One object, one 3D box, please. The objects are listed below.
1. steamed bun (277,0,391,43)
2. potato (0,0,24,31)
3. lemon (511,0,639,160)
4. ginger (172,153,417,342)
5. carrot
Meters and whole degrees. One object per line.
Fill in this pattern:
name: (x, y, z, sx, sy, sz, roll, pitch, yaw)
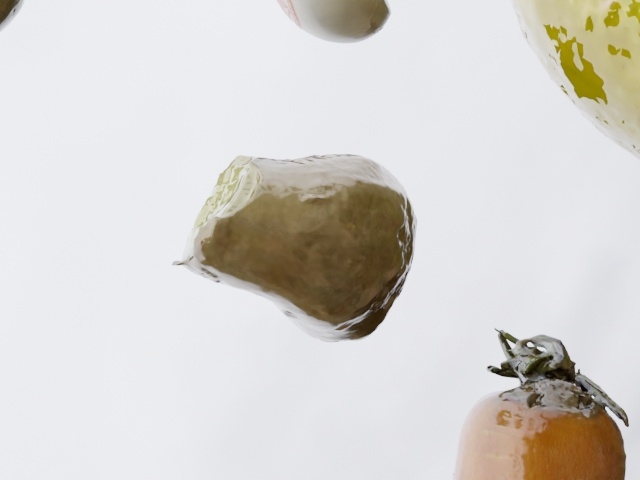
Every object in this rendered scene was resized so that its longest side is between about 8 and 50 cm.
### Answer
steamed bun: (-0.003, -0.378, 1.758, 0.145, 0.232, 0.232, -22, -26, 9)
potato: (-0.389, -0.274, 1.277, 0.178, 0.160, 0.235, -67, -16, 15)
lemon: (0.272, -0.182, 0.737, 0.348, 0.348, 0.348, -42, -31, -33)
ginger: (0.000, 0.000, 0.964, 0.267, 0.152, 0.138, 29, -109, -55)
carrot: (0.257, 0.271, 1.457, 0.214, 0.193, 0.331, 9, -97, -31)
